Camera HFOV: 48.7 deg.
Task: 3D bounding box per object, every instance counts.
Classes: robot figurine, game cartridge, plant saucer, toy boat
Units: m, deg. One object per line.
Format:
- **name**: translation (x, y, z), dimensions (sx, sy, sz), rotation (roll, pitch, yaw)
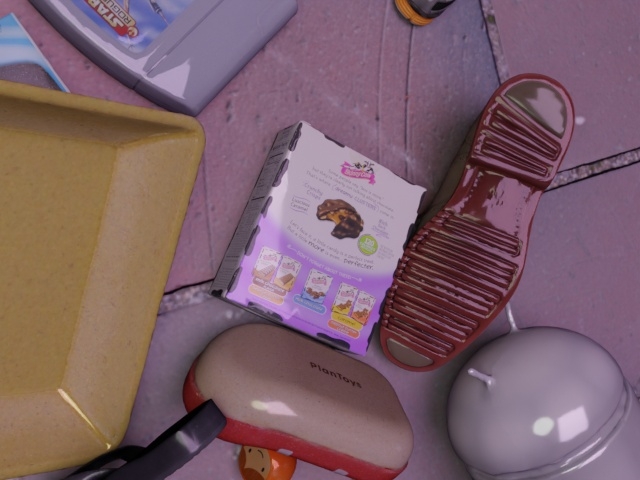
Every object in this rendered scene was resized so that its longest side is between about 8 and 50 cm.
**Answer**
- **robot figurine**: translation (0.273, 0.242, 0.789), dimensions (0.353, 0.200, 0.300), rotation (56, 30, -12)
- **game cartridge**: translation (-0.184, -0.273, 0.688), dimensions (0.297, 0.062, 0.198), rotation (44, 68, -16)
- **plant saucer**: translation (-0.281, 0.031, 0.534), dimensions (0.333, 0.081, 0.332), rotation (4, 111, -44)
- **toy boat**: translation (-0.033, 0.186, 0.706), dimensions (0.231, 0.151, 0.151), rotation (26, 107, -21)

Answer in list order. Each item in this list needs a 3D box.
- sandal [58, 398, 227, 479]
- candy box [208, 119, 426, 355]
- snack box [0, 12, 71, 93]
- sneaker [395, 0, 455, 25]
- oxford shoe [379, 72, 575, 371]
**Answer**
- **sandal**: translation (-0.191, 0.208, 0.611), dimensions (0.254, 0.097, 0.054), rotation (-38, 91, 8)
- **candy box**: translation (0.000, 0.000, 0.748), dimensions (0.165, 0.070, 0.196), rotation (27, 78, -21)
- **snack box**: translation (-0.344, -0.031, 0.601), dimensions (0.322, 0.060, 0.187), rotation (-39, 105, -21)
- **sneaker**: translation (0.169, -0.349, 0.832), dimensions (0.084, 0.083, 0.215), rotation (32, 74, -18)
- **oxford shoe**: translation (0.174, -0.013, 0.803), dimensions (0.123, 0.130, 0.348), rotation (29, 97, 1)
